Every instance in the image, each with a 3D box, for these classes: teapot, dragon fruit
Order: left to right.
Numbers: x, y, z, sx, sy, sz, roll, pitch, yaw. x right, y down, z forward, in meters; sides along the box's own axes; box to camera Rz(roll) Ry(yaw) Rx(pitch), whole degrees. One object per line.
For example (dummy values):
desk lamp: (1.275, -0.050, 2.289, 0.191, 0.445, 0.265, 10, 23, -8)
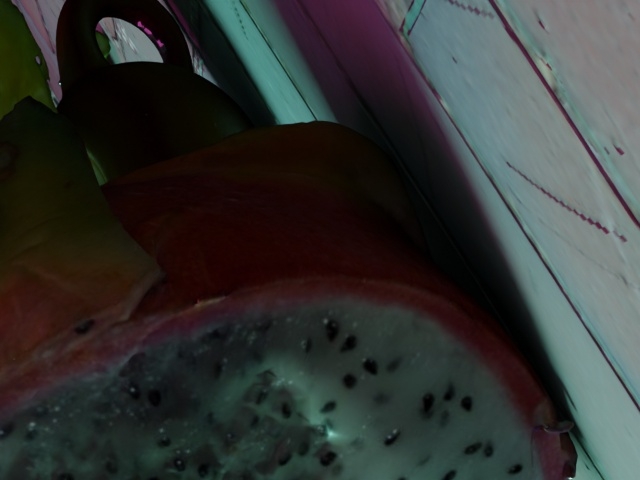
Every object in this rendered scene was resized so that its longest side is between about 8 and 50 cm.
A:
teapot: (-0.077, -0.022, 0.965, 0.178, 0.135, 0.252, -34, 63, 46)
dragon fruit: (-0.054, 0.089, 0.684, 0.290, 0.290, 0.189, 62, 176, -33)

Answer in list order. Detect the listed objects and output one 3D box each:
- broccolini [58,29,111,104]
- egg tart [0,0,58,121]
broccolini: (-0.199, -0.130, 1.555, 0.202, 0.068, 0.091, 85, 172, -73)
egg tart: (-0.232, -0.013, 0.798, 0.169, 0.388, 0.388, 9, 145, 28)
